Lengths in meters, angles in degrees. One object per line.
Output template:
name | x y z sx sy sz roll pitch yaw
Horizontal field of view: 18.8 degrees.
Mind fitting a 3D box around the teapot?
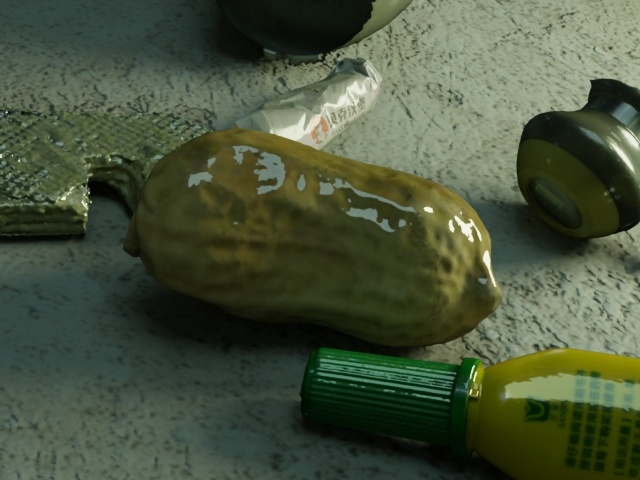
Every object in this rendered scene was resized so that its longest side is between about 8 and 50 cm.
teapot | 0.252 -0.058 1.683 0.165 0.130 0.119 46 70 -3

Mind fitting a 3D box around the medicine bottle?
medicine bottle | 0.139 0.126 1.407 0.309 0.076 0.111 9 71 2

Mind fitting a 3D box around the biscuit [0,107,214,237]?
biscuit | -0.168 -0.057 1.609 0.250 0.046 0.147 1 35 -17

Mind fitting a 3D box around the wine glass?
wine glass | 0.013 -0.322 1.904 0.238 0.238 0.323 19 35 10

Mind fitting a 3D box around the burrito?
burrito | -0.010 -0.113 1.736 0.064 0.064 0.203 28 38 22

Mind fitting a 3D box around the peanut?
peanut | -0.004 -0.005 1.505 0.291 0.143 0.159 11 25 -11
